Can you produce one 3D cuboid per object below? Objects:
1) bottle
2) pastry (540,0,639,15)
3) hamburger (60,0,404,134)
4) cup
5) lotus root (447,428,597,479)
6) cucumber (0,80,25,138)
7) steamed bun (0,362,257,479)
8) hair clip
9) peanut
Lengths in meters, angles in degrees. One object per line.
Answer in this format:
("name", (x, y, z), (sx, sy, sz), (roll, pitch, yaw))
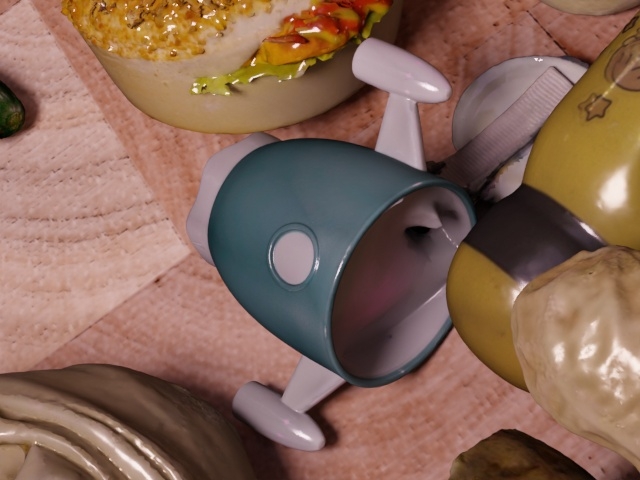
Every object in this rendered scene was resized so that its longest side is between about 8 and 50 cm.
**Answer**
("bottle", (0.226, -0.048, 0.988), (0.351, 0.171, 0.171), (-48, 60, 0))
("pastry", (0.216, -0.252, 1.136), (0.156, 0.092, 0.156), (-12, 58, 20))
("hamburger", (-0.063, -0.220, 1.144), (0.294, 0.179, 0.276), (14, 52, 25))
("cup", (0.000, 0.000, 1.058), (0.173, 0.167, 0.300), (27, 102, 36))
("lotus root", (0.176, 0.293, 0.817), (0.346, 0.250, 0.250), (35, 81, 25))
("cucumber", (-0.349, -0.141, 1.297), (0.227, 0.069, 0.069), (26, 77, 30))
("steamed bun", (-0.205, 0.217, 0.970), (0.324, 0.219, 0.310), (10, 73, 8))
("hair clip", (0.150, -0.084, 1.105), (0.172, 0.049, 0.116), (-43, 64, -6))
("peanut", (0.231, 0.108, 0.813), (0.136, 0.120, 0.298), (-51, 58, 14))
